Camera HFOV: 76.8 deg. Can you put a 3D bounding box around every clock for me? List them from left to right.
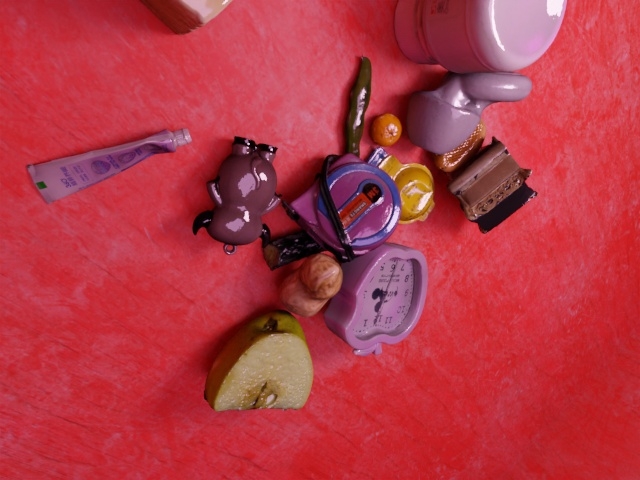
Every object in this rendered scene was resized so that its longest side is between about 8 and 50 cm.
[{"bbox_3d":[0.167,0.162,1.146,0.338,0.102,0.338,-16,117,-36],"label":"clock"}]

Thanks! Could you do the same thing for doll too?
[{"bbox_3d":[-0.175,-0.094,0.891,0.182,0.117,0.257,11,104,-27],"label":"doll"}]

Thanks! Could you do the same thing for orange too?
[{"bbox_3d":[0.167,-0.279,1.021,0.083,0.070,0.083,-10,118,-20],"label":"orange"}]

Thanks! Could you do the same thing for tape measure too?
[{"bbox_3d":[0.065,-0.081,0.972,0.231,0.149,0.245,-43,89,-13],"label":"tape measure"}]

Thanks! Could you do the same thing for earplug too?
[{"bbox_3d":[0.365,-0.345,1.020,0.325,0.214,0.175,-30,121,-4],"label":"earplug"}]

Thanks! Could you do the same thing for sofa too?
[{"bbox_3d":[0.470,-0.157,1.149,0.200,0.182,0.258,-44,153,19],"label":"sofa"}]

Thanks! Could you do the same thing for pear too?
[{"bbox_3d":[-0.150,0.300,1.046,0.292,0.159,0.292,-12,116,-27],"label":"pear"}]

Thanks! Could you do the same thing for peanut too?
[{"bbox_3d":[-0.022,0.112,0.998,0.122,0.253,0.137,48,46,4],"label":"peanut"}]

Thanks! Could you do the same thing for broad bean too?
[{"bbox_3d":[0.087,-0.293,0.990,0.060,0.043,0.297,-11,117,-40],"label":"broad bean"}]

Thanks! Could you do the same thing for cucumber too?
[{"bbox_3d":[0.000,0.000,1.049,0.303,0.072,0.081,-17,72,-24],"label":"cucumber"}]

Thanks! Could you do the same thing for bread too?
[{"bbox_3d":[0.382,-0.270,1.127,0.114,0.077,0.189,41,87,-13],"label":"bread"}]

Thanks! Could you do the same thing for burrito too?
[{"bbox_3d":[0.445,-0.232,1.204,0.171,0.042,0.051,-37,133,-8],"label":"burrito"}]

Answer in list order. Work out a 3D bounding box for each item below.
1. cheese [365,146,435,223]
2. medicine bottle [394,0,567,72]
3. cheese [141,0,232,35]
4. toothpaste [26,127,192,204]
[{"bbox_3d":[0.223,-0.147,1.106,0.270,0.069,0.177,35,91,-31],"label":"cheese"},{"bbox_3d":[0.327,-0.493,0.878,0.241,0.302,0.241,-10,114,-24],"label":"medicine bottle"},{"bbox_3d":[-0.257,-0.446,0.612,0.242,0.265,0.124,35,92,-34],"label":"cheese"},{"bbox_3d":[-0.401,-0.158,0.789,0.301,0.048,0.075,-22,147,-11],"label":"toothpaste"}]
